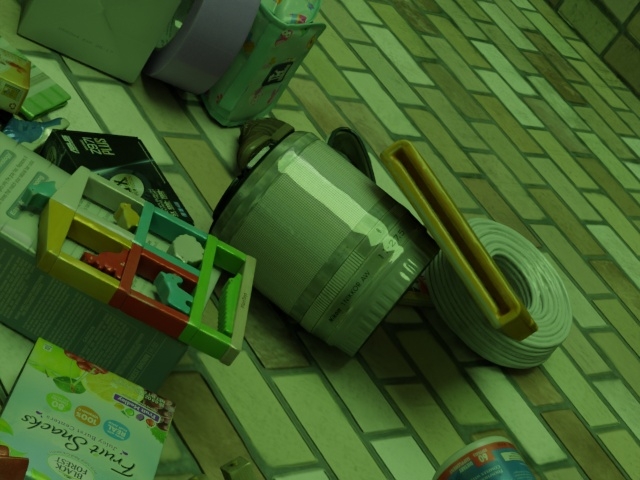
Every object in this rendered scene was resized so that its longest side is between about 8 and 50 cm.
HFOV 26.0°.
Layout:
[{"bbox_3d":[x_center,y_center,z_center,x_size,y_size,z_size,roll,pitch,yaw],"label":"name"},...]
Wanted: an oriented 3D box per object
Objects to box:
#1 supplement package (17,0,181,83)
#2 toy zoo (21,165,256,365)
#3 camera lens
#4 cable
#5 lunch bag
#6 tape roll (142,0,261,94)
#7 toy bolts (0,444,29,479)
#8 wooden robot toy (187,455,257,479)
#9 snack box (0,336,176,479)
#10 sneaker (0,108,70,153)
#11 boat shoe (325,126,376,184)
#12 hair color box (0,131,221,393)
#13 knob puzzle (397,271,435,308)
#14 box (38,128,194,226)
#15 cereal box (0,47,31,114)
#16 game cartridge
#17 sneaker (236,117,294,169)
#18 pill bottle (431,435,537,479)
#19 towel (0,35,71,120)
[{"bbox_3d":[-0.342,-0.426,2.203,0.199,0.198,0.262,23,31,-22],"label":"supplement package"},{"bbox_3d":[-0.216,0.016,1.622,0.293,0.030,0.192,28,30,-15],"label":"toy zoo"},{"bbox_3d":[0.000,0.000,1.919,0.274,0.219,0.219,39,29,5],"label":"camera lens"},{"bbox_3d":[0.285,0.084,2.201,0.257,0.089,0.257,51,35,4],"label":"cable"},{"bbox_3d":[-0.103,-0.329,2.292,0.160,0.223,0.262,27,31,-17],"label":"lunch bag"},{"bbox_3d":[-0.189,-0.376,2.215,0.090,0.275,0.275,22,32,-26],"label":"tape roll"},{"bbox_3d":[-0.393,0.255,1.258,0.228,0.158,0.218,12,-5,-21],"label":"toy bolts"},{"bbox_3d":[-0.136,0.308,1.490,0.173,0.076,0.079,-36,114,-37],"label":"wooden robot toy"},{"bbox_3d":[-0.259,0.218,1.467,0.174,0.070,0.207,27,31,-10],"label":"snack box"},{"bbox_3d":[-0.406,-0.153,1.874,0.084,0.058,0.152,45,35,-2],"label":"sneaker"},{"bbox_3d":[0.040,-0.071,2.197,0.114,0.091,0.302,14,34,-25],"label":"boat shoe"},{"bbox_3d":[-0.320,0.018,1.657,0.374,0.113,0.185,33,29,-8],"label":"hair color box"},{"bbox_3d":[0.143,0.030,2.229,0.213,0.030,0.213,26,30,-17],"label":"knob puzzle"},{"bbox_3d":[-0.278,-0.058,1.852,0.147,0.077,0.180,2,43,-45],"label":"box"},{"bbox_3d":[-0.505,-0.254,1.847,0.240,0.047,0.173,25,14,-19],"label":"cereal box"},{"bbox_3d":[0.205,0.007,1.954,0.285,0.053,0.324,57,9,13],"label":"game cartridge"},{"bbox_3d":[-0.106,-0.155,2.217,0.071,0.066,0.188,24,21,13],"label":"sneaker"},{"bbox_3d":[0.242,0.366,1.737,0.124,0.124,0.221,5,40,-43],"label":"pill bottle"},{"bbox_3d":[-0.445,-0.233,1.996,0.152,0.023,0.113,41,31,4],"label":"towel"}]
